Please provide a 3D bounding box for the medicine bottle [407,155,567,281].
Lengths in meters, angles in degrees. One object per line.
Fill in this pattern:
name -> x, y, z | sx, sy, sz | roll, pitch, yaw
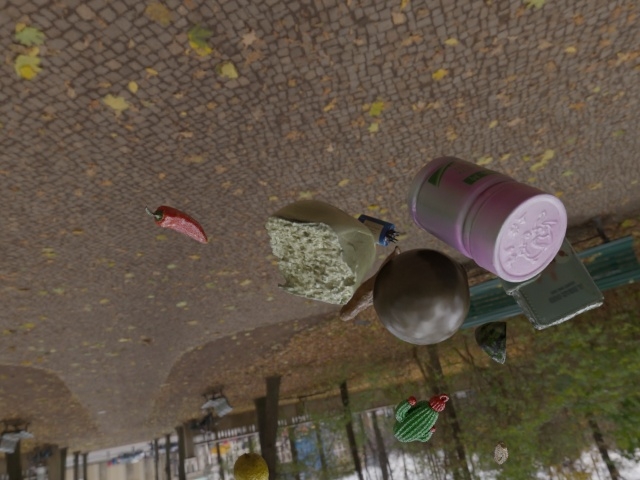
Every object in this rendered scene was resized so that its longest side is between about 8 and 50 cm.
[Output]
medicine bottle -> 0.377, -0.064, 1.146 | 0.212, 0.325, 0.211 | -10, 116, -21

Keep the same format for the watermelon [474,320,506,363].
watermelon -> 0.574, 0.334, 1.580 | 0.094, 0.135, 0.125 | 8, 153, -42

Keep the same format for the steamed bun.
steamed bun -> 0.000, 0.000, 1.377 | 0.273, 0.290, 0.272 | -48, 149, -28

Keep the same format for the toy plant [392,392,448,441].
toy plant -> 0.330, 0.598, 1.658 | 0.155, 0.088, 0.240 | 12, 119, 3

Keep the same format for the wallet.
wallet -> 0.644, 0.073, 1.446 | 0.252, 0.360, 0.083 | -22, 162, -8

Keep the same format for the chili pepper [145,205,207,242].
chili pepper -> -0.429, -0.054, 1.472 | 0.071, 0.063, 0.272 | -43, 147, 10

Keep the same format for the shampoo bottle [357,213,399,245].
shampoo bottle -> 0.206, -0.034, 1.763 | 0.183, 0.087, 0.050 | 22, 179, 42

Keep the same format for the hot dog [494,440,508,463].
hot dog -> 0.594, 0.698, 1.592 | 0.028, 0.044, 0.137 | -24, 133, -14

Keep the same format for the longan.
longan -> 0.260, 0.137, 1.226 | 0.258, 0.258, 0.258 | -10, 160, -4

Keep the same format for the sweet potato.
sweet potato -> 0.207, 0.173, 1.792 | 0.106, 0.095, 0.354 | 28, 109, -31

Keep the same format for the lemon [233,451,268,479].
lemon -> -0.220, 0.739, 1.543 | 0.109, 0.133, 0.109 | -23, 174, -2
